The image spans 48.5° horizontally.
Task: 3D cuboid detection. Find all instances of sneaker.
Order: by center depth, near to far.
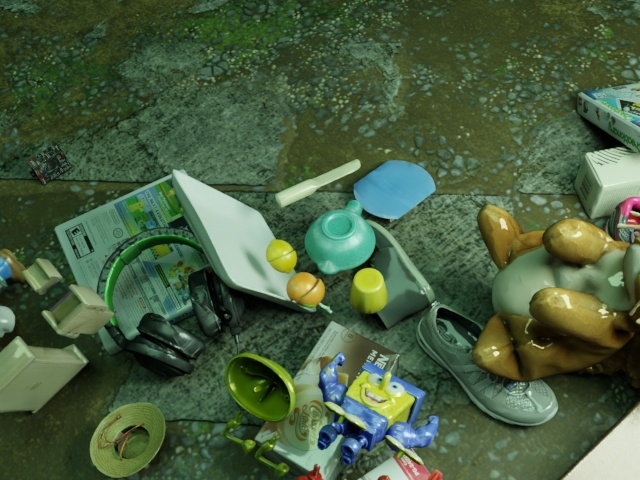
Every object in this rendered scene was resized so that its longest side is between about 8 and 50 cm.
[{"bbox_3d":[0.280,0.212,1.226,0.281,0.115,0.105,34,66,23],"label":"sneaker"},{"bbox_3d":[0.612,0.057,1.304,0.121,0.112,0.299,-17,58,-6],"label":"sneaker"},{"bbox_3d":[0.107,0.060,1.360,0.118,0.083,0.222,-32,59,-11],"label":"sneaker"}]

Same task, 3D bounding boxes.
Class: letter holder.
[{"bbox_3d":[0.439,0.432,1.052,0.302,0.152,0.214,-35,63,-17],"label":"letter holder"}]

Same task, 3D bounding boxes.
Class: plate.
[{"bbox_3d":[-0.148,0.015,1.324,0.045,0.277,0.278,-41,58,13],"label":"plate"}]

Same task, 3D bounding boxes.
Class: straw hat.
[{"bbox_3d":[-0.316,0.350,1.218,0.145,0.061,0.144,-13,46,13],"label":"straw hat"}]

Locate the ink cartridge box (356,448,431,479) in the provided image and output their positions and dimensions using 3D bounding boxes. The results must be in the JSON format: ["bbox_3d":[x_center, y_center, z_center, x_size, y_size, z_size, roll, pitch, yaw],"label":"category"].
[{"bbox_3d":[0.095,0.403,1.120,0.151,0.109,0.063,-29,58,-13],"label":"ink cartridge box"}]

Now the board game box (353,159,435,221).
[{"bbox_3d":[0.153,-0.099,1.491,0.169,0.033,0.133,-36,56,-23],"label":"board game box"}]

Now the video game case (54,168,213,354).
[{"bbox_3d":[-0.347,0.031,1.444,0.300,0.036,0.329,-27,58,-13],"label":"video game case"}]

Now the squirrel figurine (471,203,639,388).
[{"bbox_3d":[0.483,0.095,1.098,0.371,0.397,0.280,-21,46,46],"label":"squirrel figurine"}]

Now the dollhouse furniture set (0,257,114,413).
[{"bbox_3d":[-0.552,0.112,1.237,0.286,0.198,0.303,-44,77,-3],"label":"dollhouse furniture set"}]

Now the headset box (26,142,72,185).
[{"bbox_3d":[-0.603,-0.166,1.576,0.083,0.062,0.032,-37,61,-17],"label":"headset box"}]

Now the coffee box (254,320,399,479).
[{"bbox_3d":[0.017,0.281,1.213,0.141,0.098,0.246,26,63,20],"label":"coffee box"}]

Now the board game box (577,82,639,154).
[{"bbox_3d":[0.680,-0.256,1.452,0.193,0.053,0.305,-9,27,-1],"label":"board game box"}]

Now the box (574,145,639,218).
[{"bbox_3d":[0.665,-0.132,1.423,0.275,0.113,0.094,-10,56,-4],"label":"box"}]

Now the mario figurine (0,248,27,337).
[{"bbox_3d":[-0.714,0.159,1.364,0.198,0.170,0.320,-16,31,48],"label":"mario figurine"}]

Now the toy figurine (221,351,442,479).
[{"bbox_3d":[0.050,0.273,1.107,0.363,0.191,0.217,24,31,26],"label":"toy figurine"}]

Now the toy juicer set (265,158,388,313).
[{"bbox_3d":[0.000,0.000,1.349,0.209,0.089,0.328,-8,54,-1],"label":"toy juicer set"}]

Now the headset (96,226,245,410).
[{"bbox_3d":[-0.230,0.142,1.260,0.243,0.185,0.394,-42,80,-13],"label":"headset"}]
